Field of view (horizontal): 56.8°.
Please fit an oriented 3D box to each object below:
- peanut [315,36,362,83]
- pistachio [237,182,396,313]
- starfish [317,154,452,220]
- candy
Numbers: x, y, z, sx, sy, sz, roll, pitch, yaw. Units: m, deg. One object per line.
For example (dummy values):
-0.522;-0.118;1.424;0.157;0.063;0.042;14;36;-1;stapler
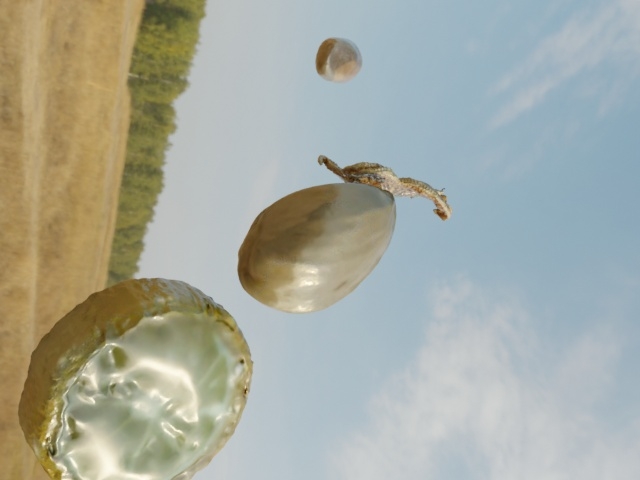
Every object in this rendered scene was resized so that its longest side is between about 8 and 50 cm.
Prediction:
0.028;-0.303;0.994;0.152;0.076;0.076;-50;157;-73;peanut
0.000;0.000;0.773;0.137;0.237;0.153;1;-56;61;pistachio
0.095;-0.087;0.861;0.150;0.209;0.053;89;20;-78;starfish
-0.201;0.169;0.672;0.118;0.259;0.260;28;-72;49;candy
